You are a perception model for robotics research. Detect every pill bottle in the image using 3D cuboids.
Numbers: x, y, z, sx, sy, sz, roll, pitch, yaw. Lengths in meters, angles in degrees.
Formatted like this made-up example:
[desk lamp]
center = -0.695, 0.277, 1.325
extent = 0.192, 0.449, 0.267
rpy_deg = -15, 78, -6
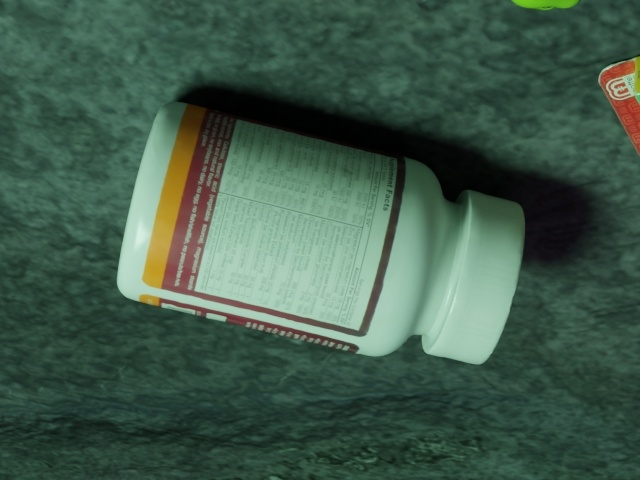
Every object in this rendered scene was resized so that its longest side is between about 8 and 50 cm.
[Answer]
[pill bottle]
center = 0.000, 0.000, 0.812
extent = 0.221, 0.121, 0.121
rpy_deg = 14, 145, -4

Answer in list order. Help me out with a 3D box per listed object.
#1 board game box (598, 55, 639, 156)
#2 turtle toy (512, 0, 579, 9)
[board game box]
center = 0.286, -0.072, 0.714
extent = 0.259, 0.039, 0.124
rpy_deg = -10, 140, 31
[turtle toy]
center = 0.070, -0.152, 0.626
extent = 0.130, 0.066, 0.095
rpy_deg = 25, 143, -20
